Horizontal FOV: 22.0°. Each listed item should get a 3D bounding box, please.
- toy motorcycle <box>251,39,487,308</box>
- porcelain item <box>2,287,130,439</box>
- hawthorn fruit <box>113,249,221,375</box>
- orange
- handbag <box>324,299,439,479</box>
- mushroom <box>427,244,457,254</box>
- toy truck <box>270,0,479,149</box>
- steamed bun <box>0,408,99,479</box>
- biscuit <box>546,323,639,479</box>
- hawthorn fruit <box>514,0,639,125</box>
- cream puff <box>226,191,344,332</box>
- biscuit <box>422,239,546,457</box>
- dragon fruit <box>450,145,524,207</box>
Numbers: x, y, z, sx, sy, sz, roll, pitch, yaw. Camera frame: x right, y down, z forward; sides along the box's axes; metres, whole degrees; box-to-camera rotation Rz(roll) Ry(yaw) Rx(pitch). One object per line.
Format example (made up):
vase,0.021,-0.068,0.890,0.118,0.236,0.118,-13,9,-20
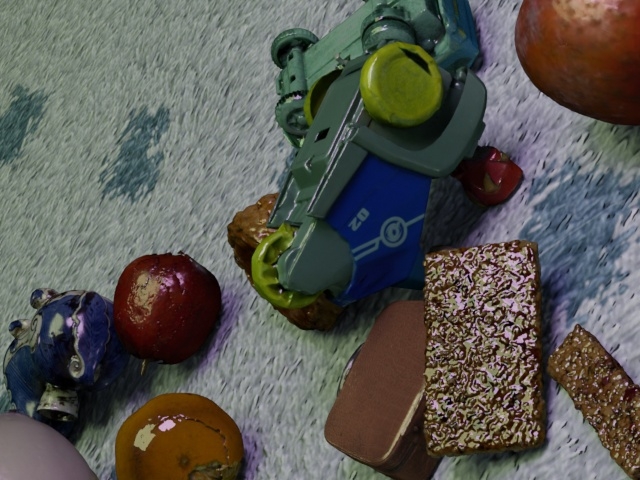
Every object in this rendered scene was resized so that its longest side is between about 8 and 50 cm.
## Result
toy motorcycle,0.058,-0.051,1.860,0.191,0.200,0.326,-13,52,66
porcelain item,-0.359,0.180,2.265,0.288,0.138,0.186,-36,46,55
hawthorn fruit,-0.206,0.099,2.168,0.148,0.148,0.172,-8,66,49
orange,-0.170,0.256,1.983,0.156,0.157,0.134,-54,12,3
handbag,0.091,0.160,1.797,0.151,0.072,0.193,12,73,55
mushroom,0.163,0.046,1.825,0.059,0.054,0.202,-56,28,1
toy truck,0.061,-0.225,2.090,0.279,0.156,0.155,-37,37,28
steamed bun,-0.400,0.389,2.047,0.309,0.309,0.309,-32,40,32
biscuit,0.279,0.155,1.593,0.064,0.034,0.199,-48,34,10
hawthorn fruit,0.337,-0.233,1.703,0.263,0.231,0.235,8,92,17
cream puff,0.000,0.000,1.994,0.169,0.183,0.183,-41,29,-17
biscuit,0.167,0.108,1.705,0.131,0.025,0.230,-8,66,19
dragon fruit,0.184,-0.073,1.893,0.083,0.056,0.060,18,75,54
